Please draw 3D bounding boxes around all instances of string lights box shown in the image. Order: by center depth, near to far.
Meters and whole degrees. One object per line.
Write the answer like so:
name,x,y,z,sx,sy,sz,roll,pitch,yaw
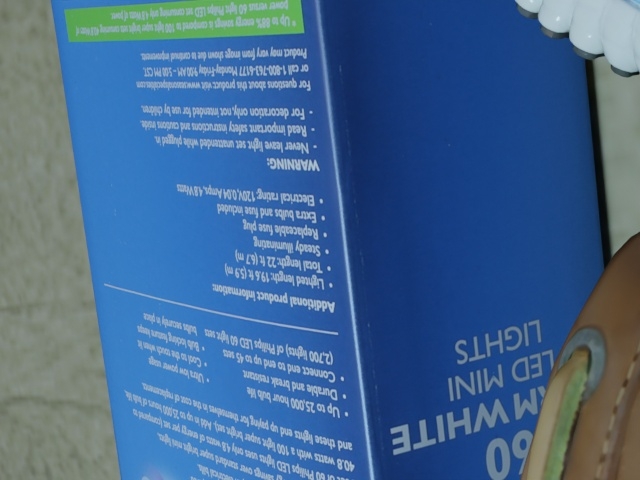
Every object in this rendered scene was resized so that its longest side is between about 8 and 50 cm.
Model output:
string lights box,0.000,0.000,0.453,0.133,0.077,0.259,8,108,56

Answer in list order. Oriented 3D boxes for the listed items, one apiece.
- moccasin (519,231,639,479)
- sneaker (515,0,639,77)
moccasin,0.072,0.184,0.353,0.147,0.139,0.380,24,120,53
sneaker,0.092,-0.048,0.310,0.162,0.063,0.073,42,131,42
